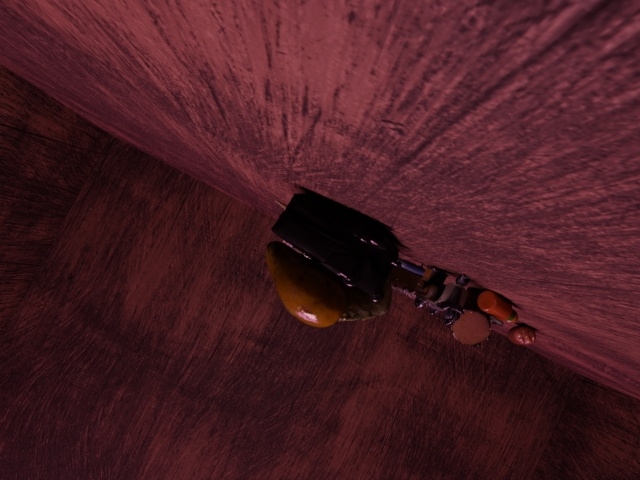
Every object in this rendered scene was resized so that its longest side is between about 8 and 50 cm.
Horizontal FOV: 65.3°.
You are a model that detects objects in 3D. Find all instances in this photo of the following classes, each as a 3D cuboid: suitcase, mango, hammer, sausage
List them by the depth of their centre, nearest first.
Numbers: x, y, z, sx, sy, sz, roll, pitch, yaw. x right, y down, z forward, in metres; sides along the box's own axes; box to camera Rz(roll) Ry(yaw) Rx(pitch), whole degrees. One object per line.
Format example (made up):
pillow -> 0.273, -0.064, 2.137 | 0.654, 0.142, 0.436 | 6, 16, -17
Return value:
suitcase -> 0.049, 0.013, 1.461 | 0.340, 0.188, 0.345 | 28, 178, 24
mango -> -0.059, 0.128, 1.472 | 0.176, 0.176, 0.330 | -20, -146, -31
sausage -> 0.509, 0.242, 1.663 | 0.125, 0.117, 0.317 | 47, -158, 5
hammer -> 0.282, 0.077, 1.727 | 0.194, 0.069, 0.116 | 23, 176, -7
sausage -> 0.852, 0.403, 2.121 | 0.086, 0.086, 0.289 | 26, 178, 17

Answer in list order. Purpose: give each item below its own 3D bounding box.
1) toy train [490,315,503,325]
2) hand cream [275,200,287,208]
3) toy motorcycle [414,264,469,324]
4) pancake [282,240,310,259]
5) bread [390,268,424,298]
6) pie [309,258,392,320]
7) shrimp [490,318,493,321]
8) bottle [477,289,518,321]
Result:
toy train -> 0.753, 0.340, 2.251 | 0.052, 0.051, 0.234 | 27, 174, -13
hand cream -> -0.152, -0.144, 2.158 | 0.102, 0.022, 0.035 | 32, 178, 8
toy motorcycle -> 0.383, 0.169, 1.557 | 0.091, 0.157, 0.263 | 25, 180, -15
pancake -> 0.000, 0.001, 1.816 | 0.283, 0.048, 0.282 | 8, 141, 7
bread -> 0.399, 0.196, 2.302 | 0.165, 0.113, 0.416 | 30, 177, -21
pie -> 0.078, 0.140, 1.621 | 0.323, 0.323, 0.070 | 26, 141, 18
shrimp -> 0.625, 0.301, 2.031 | 0.137, 0.172, 0.372 | 46, 161, 15
bottle -> 0.563, 0.215, 1.561 | 0.187, 0.069, 0.069 | 31, 175, -37
